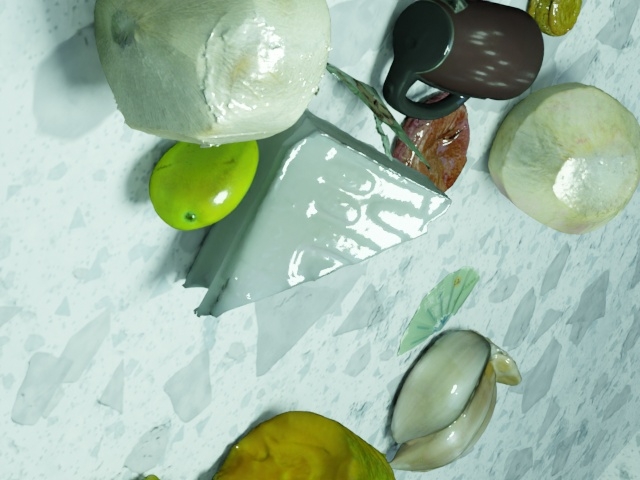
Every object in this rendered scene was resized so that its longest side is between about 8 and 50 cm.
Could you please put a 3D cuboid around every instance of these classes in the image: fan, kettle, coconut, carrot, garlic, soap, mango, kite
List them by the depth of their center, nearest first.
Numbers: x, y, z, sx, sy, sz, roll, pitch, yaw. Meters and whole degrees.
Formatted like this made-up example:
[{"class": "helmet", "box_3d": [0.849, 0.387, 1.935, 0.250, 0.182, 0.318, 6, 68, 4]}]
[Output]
[{"class": "coconut", "box_3d": [-0.124, -0.218, 1.493, 0.247, 0.245, 0.245, -13, 127, -50]}, {"class": "mango", "box_3d": [-0.139, -0.083, 1.695, 0.163, 0.117, 0.089, -49, 135, -20]}, {"class": "soap", "box_3d": [0.000, 0.000, 1.835, 0.258, 0.159, 0.302, 26, 97, -25]}, {"class": "kite", "box_3d": [0.075, -0.167, 1.883, 0.229, 0.250, 0.012, 41, 107, -20]}, {"class": "kettle", "box_3d": [0.190, -0.267, 2.014, 0.232, 0.144, 0.202, 2, 131, -50]}, {"class": "carrot", "box_3d": [-0.006, 0.410, 2.204, 0.241, 0.241, 0.341, -55, 148, -7]}, {"class": "coconut", "box_3d": [0.417, -0.141, 2.351, 0.259, 0.259, 0.259, -36, 142, -34]}, {"class": "fan", "box_3d": [0.215, 0.122, 2.498, 0.240, 0.009, 0.131, -41, 143, -28]}, {"class": "garlic", "box_3d": [0.246, 0.297, 2.585, 0.325, 0.132, 0.279, -47, 139, -29]}]

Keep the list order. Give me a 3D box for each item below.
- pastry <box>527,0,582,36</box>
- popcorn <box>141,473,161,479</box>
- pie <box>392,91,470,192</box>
[{"class": "pastry", "box_3d": [0.383, -0.383, 2.253, 0.097, 0.057, 0.109, -61, 151, 0]}, {"class": "popcorn", "box_3d": [-0.200, 0.506, 1.948, 0.293, 0.292, 0.334, -55, 151, -9]}, {"class": "pie", "box_3d": [0.173, -0.142, 2.166, 0.182, 0.050, 0.182, -32, 135, -39]}]
